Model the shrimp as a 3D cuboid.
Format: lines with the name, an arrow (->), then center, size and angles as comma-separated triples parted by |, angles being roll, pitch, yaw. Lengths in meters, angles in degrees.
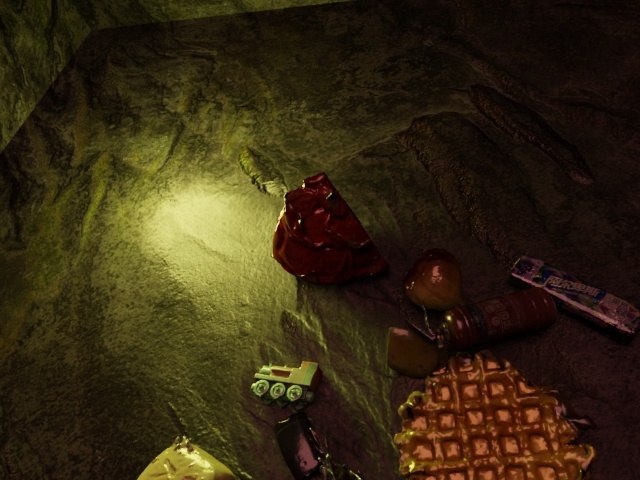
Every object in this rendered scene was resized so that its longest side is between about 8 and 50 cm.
shrimp -> 0.046, 0.582, 1.027 | 0.172, 0.137, 0.372 | -24, 52, -21

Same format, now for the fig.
fig -> 0.317, 0.132, 1.263 | 0.160, 0.143, 0.230 | -49, 59, 20

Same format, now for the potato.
potato -> 0.235, 0.275, 1.197 | 0.149, 0.120, 0.081 | 1, 56, 19

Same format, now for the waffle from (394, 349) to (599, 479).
waffle -> 0.362, 0.442, 1.064 | 0.380, 0.095, 0.382 | -44, 58, -13

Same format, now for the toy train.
toy train -> -0.090, 0.366, 1.271 | 0.176, 0.074, 0.118 | 2, 47, 24

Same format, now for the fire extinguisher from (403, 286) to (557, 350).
fire extinguisher -> 0.374, 0.182, 1.180 | 0.344, 0.102, 0.138 | -12, 60, -9

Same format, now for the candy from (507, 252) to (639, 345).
candy -> 0.621, 0.136, 1.212 | 0.312, 0.061, 0.088 | 31, 67, 32

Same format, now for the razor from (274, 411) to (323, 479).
razor -> -0.049, 0.491, 1.177 | 0.090, 0.054, 0.148 | -31, 53, 0

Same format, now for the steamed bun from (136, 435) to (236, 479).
steamed bun -> -0.313, 0.609, 1.113 | 0.232, 0.166, 0.273 | 5, 52, 34

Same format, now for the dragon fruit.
dragon fruit -> 0.004, 0.008, 1.335 | 0.286, 0.329, 0.228 | -28, 59, -4
